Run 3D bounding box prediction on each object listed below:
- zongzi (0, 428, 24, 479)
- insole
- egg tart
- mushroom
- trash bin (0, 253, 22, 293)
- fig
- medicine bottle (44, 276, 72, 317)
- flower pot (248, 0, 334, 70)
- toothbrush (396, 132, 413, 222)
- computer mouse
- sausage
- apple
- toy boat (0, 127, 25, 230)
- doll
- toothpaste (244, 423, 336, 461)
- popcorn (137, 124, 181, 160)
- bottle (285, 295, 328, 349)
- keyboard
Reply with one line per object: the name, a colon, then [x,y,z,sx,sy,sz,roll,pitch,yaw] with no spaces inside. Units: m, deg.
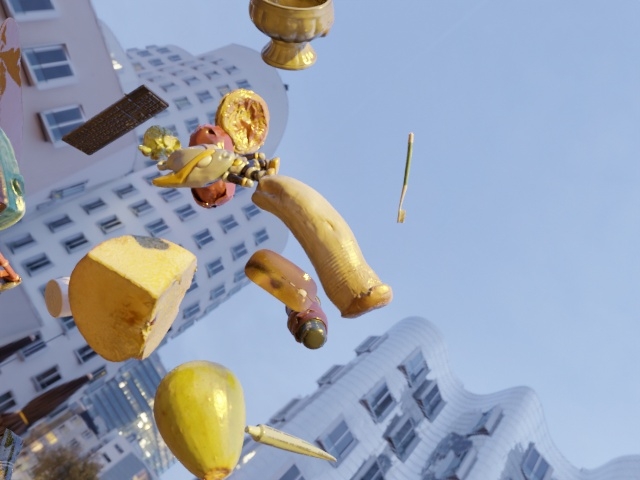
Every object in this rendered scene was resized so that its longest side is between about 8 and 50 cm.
zongzi: [-0.810,0.561,1.070,0.084,0.187,0.184,72,-1,-46]
insole: [-0.534,-0.213,0.790,0.111,0.007,0.328,-102,-150,-54]
egg tart: [-0.292,-0.429,1.673,0.105,0.241,0.241,20,-53,39]
mushroom: [0.000,0.000,0.891,0.351,0.122,0.095,50,-6,17]
trash bin: [-0.582,-0.019,0.702,0.161,0.184,0.239,105,-34,-54]
fig: [-0.334,0.510,1.308,0.326,0.258,0.258,65,-35,29]
medicine bottle: [-0.702,0.165,1.423,0.139,0.236,0.139,3,-84,37]
flower pot: [-0.105,-0.775,1.664,0.307,0.307,0.244,39,-35,22]
toothbrush: [0.243,-0.176,1.308,0.024,0.018,0.257,6,-87,1]
computer mouse: [-0.123,0.124,1.456,0.245,0.126,0.056,36,-23,-1]
sausage: [-0.361,-0.247,1.524,0.152,0.152,0.280,-10,-96,48]
apple: [-0.486,0.161,1.216,0.309,0.314,0.252,-58,-134,35]
toy boat: [-0.316,-0.070,0.431,0.137,0.060,0.061,57,-13,13]
doll: [-0.262,-0.178,1.145,0.316,0.146,0.103,6,-21,8]
toothpaste: [-0.052,0.352,0.800,0.197,0.029,0.048,34,-20,-32]
popcorn: [-0.630,-0.377,1.783,0.141,0.162,0.136,17,-55,60]
bottle: [-0.042,0.287,1.592,0.156,0.143,0.271,34,9,-19]
keyboard: [-0.562,-0.324,1.255,0.309,0.101,0.018,-23,-120,18]
